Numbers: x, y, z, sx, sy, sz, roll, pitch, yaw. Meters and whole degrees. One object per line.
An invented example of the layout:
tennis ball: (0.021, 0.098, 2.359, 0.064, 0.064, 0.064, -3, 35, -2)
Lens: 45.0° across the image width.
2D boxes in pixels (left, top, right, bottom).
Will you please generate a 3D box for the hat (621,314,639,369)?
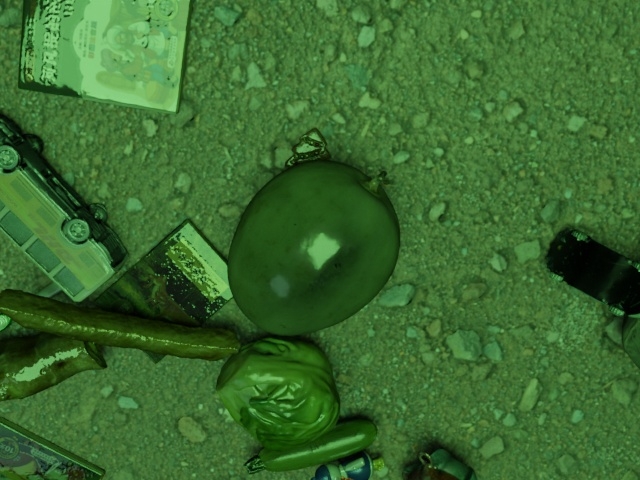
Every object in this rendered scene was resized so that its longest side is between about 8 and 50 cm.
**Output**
hat: (0.627, 0.117, 1.321, 0.232, 0.161, 0.275, 31, 79, -13)

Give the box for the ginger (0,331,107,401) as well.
ginger: (-0.512, 0.218, 1.351, 0.263, 0.116, 0.109, -14, 88, 0)

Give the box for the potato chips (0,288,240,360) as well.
potato chips: (-0.341, 0.149, 1.314, 0.407, 0.057, 0.080, 12, 140, -13)

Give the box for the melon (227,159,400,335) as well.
melon: (-0.011, 0.011, 1.230, 0.308, 0.272, 0.272, -34, 103, 2)

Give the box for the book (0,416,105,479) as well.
book: (-0.585, 0.516, 1.480, 0.228, 0.018, 0.322, 30, 102, -7)

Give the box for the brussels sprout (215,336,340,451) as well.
brussels sprout: (-0.070, 0.270, 1.351, 0.223, 0.161, 0.223, 8, 123, 13)

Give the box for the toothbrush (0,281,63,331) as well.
toothbrush: (-0.565, 0.144, 1.375, 0.304, 0.030, 0.030, -31, 103, 7)

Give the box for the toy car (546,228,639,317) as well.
toy car: (0.472, 0.055, 1.290, 0.205, 0.056, 0.095, 33, 104, 37)

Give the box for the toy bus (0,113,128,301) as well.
toy bus: (-0.473, -0.059, 1.291, 0.138, 0.097, 0.342, -39, 103, 16)

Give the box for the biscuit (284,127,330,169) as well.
biscuit: (-0.015, -0.145, 1.309, 0.082, 0.016, 0.092, 13, 106, -3)

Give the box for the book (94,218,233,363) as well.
book: (-0.264, 0.092, 1.366, 0.228, 0.024, 0.160, -40, 100, 10)

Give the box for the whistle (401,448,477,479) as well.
whistle: (0.252, 0.516, 1.433, 0.142, 0.133, 0.346, -18, 113, 20)

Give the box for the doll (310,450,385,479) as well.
doll: (0.048, 0.425, 1.424, 0.143, 0.057, 0.099, -7, 149, -23)

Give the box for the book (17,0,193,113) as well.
book: (-0.349, -0.325, 1.253, 0.264, 0.027, 0.202, 9, 105, -3)

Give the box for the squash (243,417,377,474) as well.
squash: (-0.016, 0.379, 1.421, 0.252, 0.066, 0.066, -16, 104, 4)
